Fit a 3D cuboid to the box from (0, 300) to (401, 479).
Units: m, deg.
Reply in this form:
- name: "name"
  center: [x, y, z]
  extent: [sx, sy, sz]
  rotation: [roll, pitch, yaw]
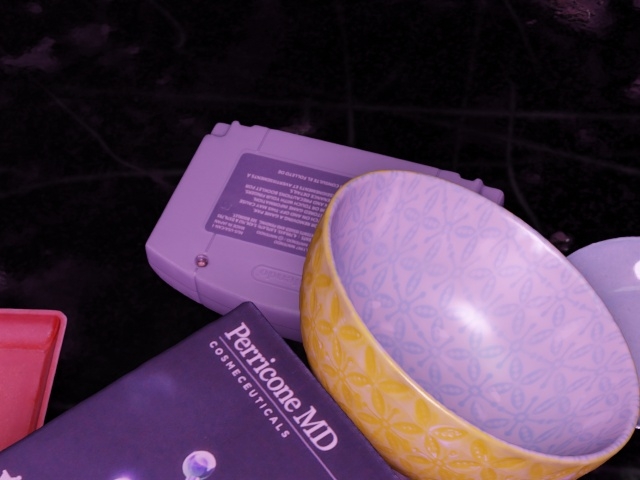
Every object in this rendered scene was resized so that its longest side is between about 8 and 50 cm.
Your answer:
- name: "box"
  center: [-0.120, 0.290, 1.081]
  extent: [0.395, 0.212, 0.293]
  rotation: [-32, 56, -17]

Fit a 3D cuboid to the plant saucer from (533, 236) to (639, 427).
- name: "plant saucer"
  center: [0.275, 0.085, 1.294]
  extent: [0.195, 0.037, 0.195]
  rotation: [-3, 53, 4]

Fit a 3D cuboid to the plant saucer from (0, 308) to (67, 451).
- name: "plant saucer"
  center: [-0.361, 0.175, 1.296]
  extent: [0.259, 0.048, 0.258]
  rotation: [2, 54, 7]

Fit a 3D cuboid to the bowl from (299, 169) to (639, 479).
- name: "bowl"
  center: [0.090, 0.099, 1.187]
  extent: [0.289, 0.156, 0.289]
  rotation: [24, 36, -19]

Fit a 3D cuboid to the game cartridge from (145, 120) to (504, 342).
- name: "game cartridge"
  center: [0.000, 0.000, 1.380]
  extent: [0.294, 0.060, 0.196]
  rotation: [15, 53, 17]
